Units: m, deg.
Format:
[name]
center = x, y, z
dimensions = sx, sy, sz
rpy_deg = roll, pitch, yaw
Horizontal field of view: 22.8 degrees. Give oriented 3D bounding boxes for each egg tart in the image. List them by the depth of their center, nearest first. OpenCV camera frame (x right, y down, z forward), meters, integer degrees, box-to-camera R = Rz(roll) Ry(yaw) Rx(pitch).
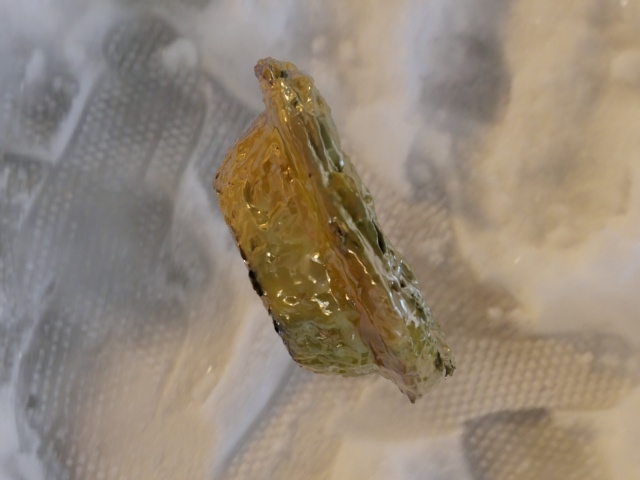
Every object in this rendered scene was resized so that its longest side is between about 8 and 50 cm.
[egg tart]
center = 0.000, 0.000, 1.199
dimensions = 0.118, 0.288, 0.288
rpy_deg = -23, 76, 2
